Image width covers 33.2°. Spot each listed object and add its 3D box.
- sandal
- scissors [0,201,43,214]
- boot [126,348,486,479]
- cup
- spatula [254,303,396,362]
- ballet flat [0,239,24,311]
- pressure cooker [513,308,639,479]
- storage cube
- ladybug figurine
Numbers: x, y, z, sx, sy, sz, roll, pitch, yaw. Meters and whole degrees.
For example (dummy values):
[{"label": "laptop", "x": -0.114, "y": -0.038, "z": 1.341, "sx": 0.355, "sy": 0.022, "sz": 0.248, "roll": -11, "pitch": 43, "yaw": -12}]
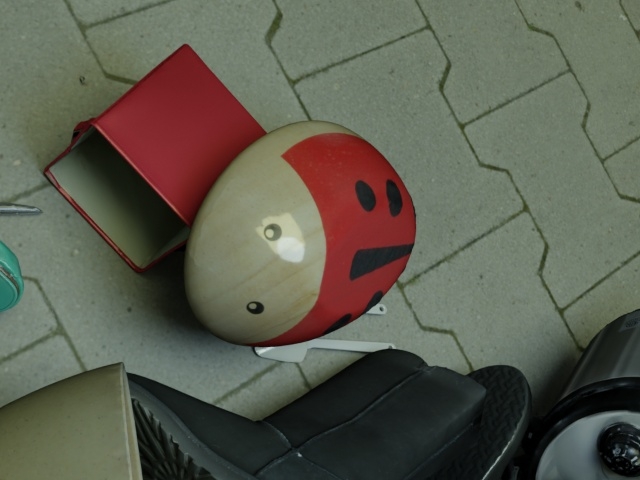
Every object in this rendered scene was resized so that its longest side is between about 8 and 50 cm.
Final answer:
[{"label": "sandal", "x": 0.186, "y": 0.382, "z": 1.546, "sx": 0.107, "sy": 0.168, "sz": 0.445, "roll": 50, "pitch": 58, "yaw": -40}, {"label": "scissors", "x": -0.492, "y": -0.038, "z": 1.310, "sx": 0.297, "sy": 0.021, "sz": 0.109, "roll": 20, "pitch": 62, "yaw": -28}, {"label": "boot", "x": -0.034, "y": 0.227, "z": 1.414, "sx": 0.367, "sy": 0.146, "sz": 0.445, "roll": 33, "pitch": 35, "yaw": 25}, {"label": "cup", "x": -0.291, "y": 0.303, "z": 1.062, "sx": 0.237, "sy": 0.331, "sz": 0.331, "roll": -8, "pitch": 78, "yaw": -9}, {"label": "spatula", "x": 0.006, "y": 0.100, "z": 1.588, "sx": 0.242, "sy": 0.019, "sz": 0.168, "roll": 8, "pitch": 65, "yaw": -32}, {"label": "ballet flat", "x": -0.449, "y": -0.015, "z": 1.276, "sx": 0.083, "sy": 0.087, "sz": 0.247, "roll": -37, "pitch": 116, "yaw": 3}, {"label": "pressure cooker", "x": 0.498, "y": 0.324, "z": 1.575, "sx": 0.375, "sy": 0.369, "sz": 0.420, "roll": 38, "pitch": 34, "yaw": 10}, {"label": "storage cube", "x": -0.208, "y": -0.104, "z": 1.413, "sx": 0.215, "sy": 0.184, "sz": 0.193, "roll": 47, "pitch": 54, "yaw": -10}, {"label": "ladybug figurine", "x": 0.000, "y": 0.000, "z": 1.414, "sx": 0.449, "sy": 0.162, "sz": 0.305, "roll": -20, "pitch": 125, "yaw": -58}]
